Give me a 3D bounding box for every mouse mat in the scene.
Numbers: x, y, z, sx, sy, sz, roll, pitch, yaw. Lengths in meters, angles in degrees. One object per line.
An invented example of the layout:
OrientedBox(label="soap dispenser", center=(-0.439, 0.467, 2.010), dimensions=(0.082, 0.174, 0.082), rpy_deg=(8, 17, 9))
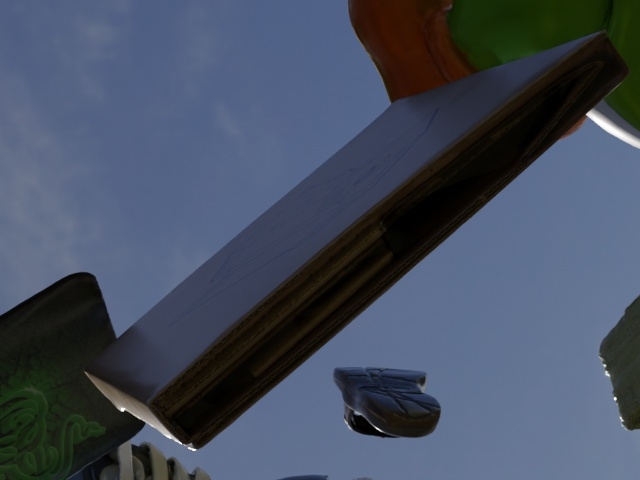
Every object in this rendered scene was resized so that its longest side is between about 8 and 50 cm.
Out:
OrientedBox(label="mouse mat", center=(-0.158, 0.094, 0.845), dimensions=(0.152, 0.007, 0.190), rpy_deg=(-32, -24, -13))

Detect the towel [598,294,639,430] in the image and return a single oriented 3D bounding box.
OrientedBox(label="towel", center=(0.286, 0.078, 1.460), dimensions=(0.027, 0.148, 0.110), rpy_deg=(22, -147, -23))

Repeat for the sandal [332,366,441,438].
OrientedBox(label="sandal", center=(0.060, 0.152, 1.582), dimensions=(0.219, 0.090, 0.060), rpy_deg=(-137, 53, -77))

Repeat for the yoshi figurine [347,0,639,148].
OrientedBox(label="yoshi figurine", center=(0.184, -0.187, 0.870), dimensions=(0.203, 0.362, 0.203), rpy_deg=(41, -135, -24))

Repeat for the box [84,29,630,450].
OrientedBox(label="box", center=(0.000, 0.000, 0.577), dimensions=(0.164, 0.201, 0.021), rpy_deg=(-41, -83, -11))

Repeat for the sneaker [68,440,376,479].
OrientedBox(label="sneaker", center=(-0.060, 0.182, 1.183), dimensions=(0.323, 0.236, 0.130), rpy_deg=(53, -165, -25))
